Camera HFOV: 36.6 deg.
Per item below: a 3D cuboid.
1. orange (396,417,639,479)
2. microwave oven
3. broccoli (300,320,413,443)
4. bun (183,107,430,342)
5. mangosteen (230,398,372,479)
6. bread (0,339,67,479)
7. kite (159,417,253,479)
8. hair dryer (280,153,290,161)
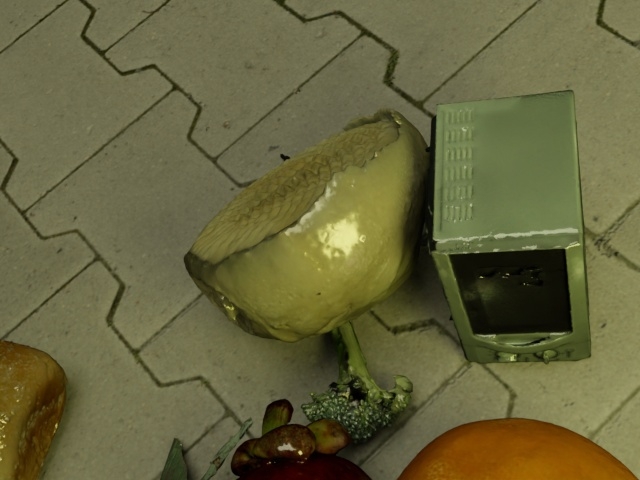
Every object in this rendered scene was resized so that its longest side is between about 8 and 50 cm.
[{"bbox_3d":[0.205,0.334,0.978,0.312,0.312,0.312,-8,58,13],"label":"orange"},{"bbox_3d":[0.229,-0.004,1.176,0.181,0.295,0.237,-5,59,15],"label":"microwave oven"},{"bbox_3d":[0.038,0.170,1.260,0.122,0.118,0.204,-41,33,27],"label":"broccoli"},{"bbox_3d":[0.005,0.001,1.264,0.364,0.202,0.364,-33,16,11],"label":"bun"},{"bbox_3d":[-0.026,0.307,1.112,0.215,0.215,0.257,-10,62,11],"label":"mangosteen"},{"bbox_3d":[-0.474,0.250,1.312,0.195,0.176,0.246,3,61,21],"label":"bread"},{"bbox_3d":[-0.160,0.321,1.219,0.250,0.012,0.229,-52,34,11],"label":"kite"},{"bbox_3d":[-0.030,-0.121,1.492,0.079,0.031,0.083,-31,47,-15],"label":"hair dryer"}]
